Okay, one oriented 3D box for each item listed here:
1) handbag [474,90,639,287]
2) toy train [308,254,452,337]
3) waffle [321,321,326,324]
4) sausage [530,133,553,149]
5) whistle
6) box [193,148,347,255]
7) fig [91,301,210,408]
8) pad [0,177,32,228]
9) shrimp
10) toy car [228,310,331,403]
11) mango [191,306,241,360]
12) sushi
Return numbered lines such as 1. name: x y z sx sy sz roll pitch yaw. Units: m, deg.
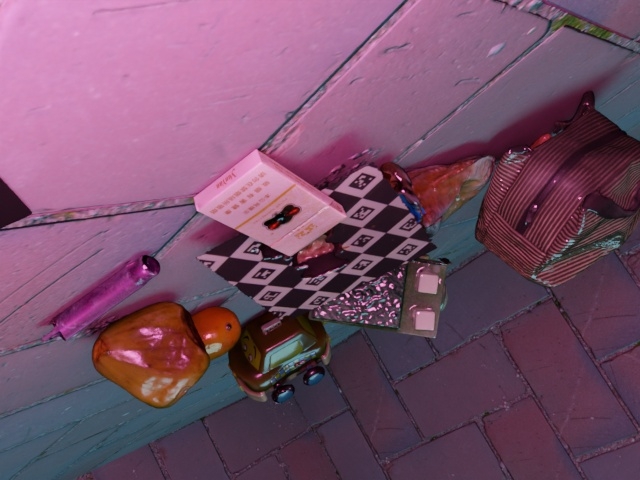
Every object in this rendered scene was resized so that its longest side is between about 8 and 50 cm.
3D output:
1. handbag: 0.462 -0.099 1.211 0.340 0.247 0.240 -35 147 -21
2. toy train: 0.093 0.081 1.153 0.271 0.159 0.188 8 -176 0
3. waffle: 0.027 0.198 1.892 0.250 0.056 0.261 -30 170 -1
4. sausage: 0.458 -0.193 1.373 0.034 0.034 0.083 -26 165 -17
5. whistle: -0.262 0.072 0.779 0.176 0.033 0.033 -33 167 15
6. box: -0.050 -0.036 0.729 0.090 0.024 0.167 -35 146 19
7. fig: -0.247 0.167 0.950 0.165 0.144 0.154 7 111 -37
8. pad: -0.293 -0.021 0.398 0.170 0.006 0.245 -28 168 -13
9. shrimp: 0.188 -0.071 1.100 0.221 0.110 0.445 -41 168 21
10. toy car: -0.106 0.247 1.563 0.247 0.204 0.198 -29 144 -10
11. mango: -0.221 0.178 1.174 0.165 0.089 0.115 -24 176 -14
12. sushi: 0.000 0.000 0.896 0.264 0.050 0.290 -28 150 11
